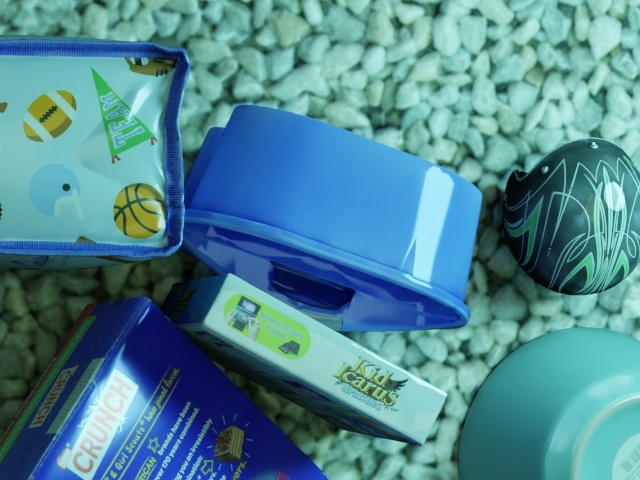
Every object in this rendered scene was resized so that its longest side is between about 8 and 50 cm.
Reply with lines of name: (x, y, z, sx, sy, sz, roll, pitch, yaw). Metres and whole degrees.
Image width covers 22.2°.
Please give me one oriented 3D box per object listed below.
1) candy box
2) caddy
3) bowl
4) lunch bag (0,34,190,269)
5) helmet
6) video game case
candy box: (-0.161, 0.256, 1.585, 0.317, 0.122, 0.268, 49, 54, -27)
caddy: (0.000, 0.000, 1.662, 0.341, 0.241, 0.179, 19, 78, -13)
bowl: (0.322, 0.250, 1.779, 0.311, 0.163, 0.311, 1, 88, -14)
lunch bag: (-0.342, -0.074, 1.528, 0.385, 0.328, 0.239, 2, 89, -17)
helmet: (0.283, -0.025, 1.779, 0.169, 0.161, 0.169, 1, 87, -15)
video game case: (-0.029, 0.118, 1.631, 0.244, 0.269, 0.061, 30, 79, -12)
